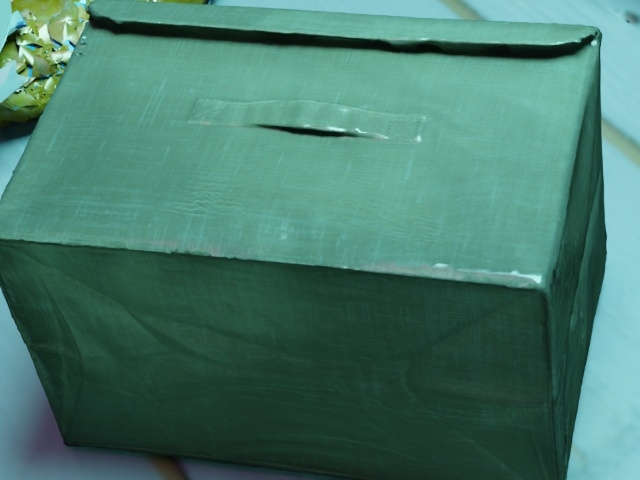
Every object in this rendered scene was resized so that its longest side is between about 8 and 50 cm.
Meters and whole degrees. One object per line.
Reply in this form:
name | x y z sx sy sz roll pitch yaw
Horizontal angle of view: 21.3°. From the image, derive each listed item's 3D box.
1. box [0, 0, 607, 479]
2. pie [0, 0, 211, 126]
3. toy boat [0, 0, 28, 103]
box | 0.000 0.000 0.736 0.231 0.155 0.149 6 49 14
pie | -0.179 -0.164 0.978 0.273 0.069 0.273 -5 58 8
toy boat | -0.197 -0.137 0.902 0.149 0.034 0.105 30 72 27
